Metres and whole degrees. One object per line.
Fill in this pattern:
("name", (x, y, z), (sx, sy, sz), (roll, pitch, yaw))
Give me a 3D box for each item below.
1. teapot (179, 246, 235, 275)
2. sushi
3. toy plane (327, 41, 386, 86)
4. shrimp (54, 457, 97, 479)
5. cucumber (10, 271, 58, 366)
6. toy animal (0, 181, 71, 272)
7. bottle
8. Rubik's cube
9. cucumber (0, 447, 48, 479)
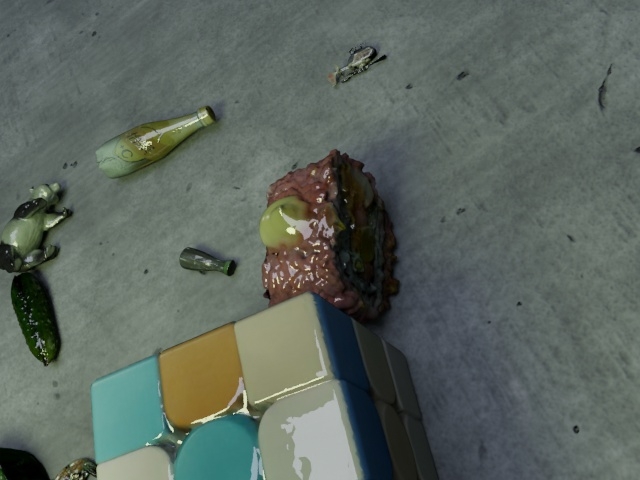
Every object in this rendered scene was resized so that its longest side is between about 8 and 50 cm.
("teapot", (-0.207, 0.043, 1.277), (0.110, 0.043, 0.043), (12, 74, 27))
("sushi", (0.000, 0.000, 1.084), (0.170, 0.236, 0.270), (-11, 68, 31))
("toy plane", (0.065, -0.338, 1.314), (0.120, 0.031, 0.049), (-25, 68, 12))
("shrimp", (-0.412, 0.437, 1.210), (0.160, 0.034, 0.091), (7, 71, 29))
("cucumber", (-0.581, 0.159, 1.399), (0.069, 0.069, 0.228), (-35, 62, 9))
("toy animal", (-0.623, -0.029, 1.489), (0.121, 0.094, 0.225), (4, 71, 37))
("bottle", (-0.339, -0.209, 1.426), (0.269, 0.083, 0.083), (-20, 61, 16))
("Rubik's cube", (-0.049, 0.316, 0.898), (0.346, 0.347, 0.345), (-22, 62, 15))
("cucumber", (-0.588, 0.463, 1.239), (0.191, 0.130, 0.191), (-6, 72, 19))
